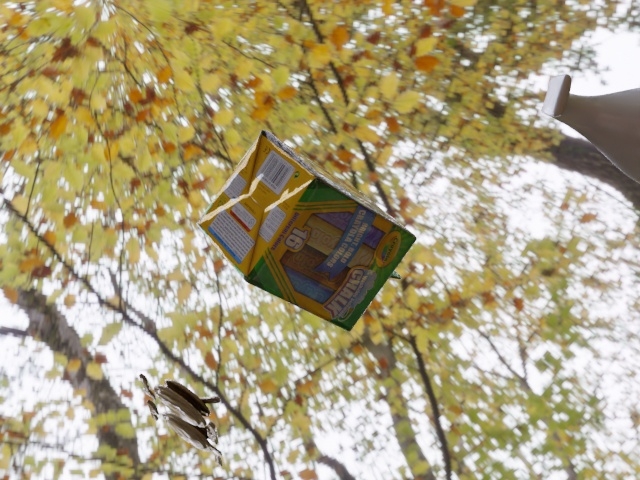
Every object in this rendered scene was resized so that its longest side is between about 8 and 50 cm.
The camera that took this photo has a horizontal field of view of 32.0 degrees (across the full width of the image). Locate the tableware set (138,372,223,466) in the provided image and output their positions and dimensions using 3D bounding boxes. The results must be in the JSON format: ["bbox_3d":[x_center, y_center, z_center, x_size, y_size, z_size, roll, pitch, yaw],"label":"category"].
[{"bbox_3d":[-0.176,0.233,1.514,0.128,0.194,0.039,32,-114,14],"label":"tableware set"}]

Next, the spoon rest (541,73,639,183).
[{"bbox_3d":[0.401,-0.157,1.480,0.276,0.084,0.137,16,-88,-27],"label":"spoon rest"}]

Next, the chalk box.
[{"bbox_3d":[0.000,0.000,1.214,0.213,0.132,0.132,31,-82,-40],"label":"chalk box"}]
